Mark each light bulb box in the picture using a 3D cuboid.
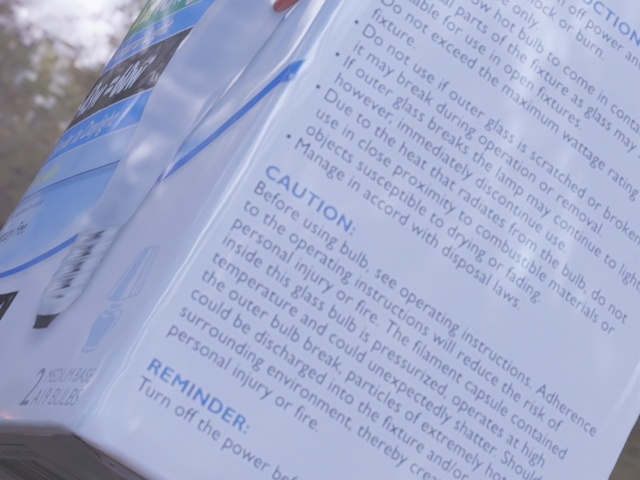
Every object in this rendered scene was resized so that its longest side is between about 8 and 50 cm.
[{"bbox_3d":[0.000,0.000,0.909,0.225,0.361,0.358,36,-20,-19],"label":"light bulb box"}]
